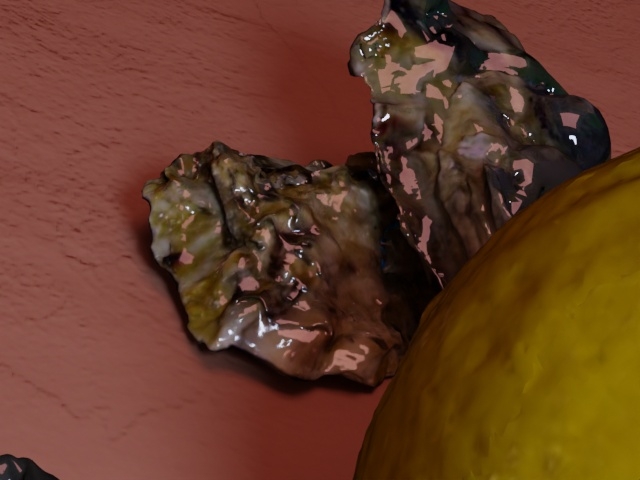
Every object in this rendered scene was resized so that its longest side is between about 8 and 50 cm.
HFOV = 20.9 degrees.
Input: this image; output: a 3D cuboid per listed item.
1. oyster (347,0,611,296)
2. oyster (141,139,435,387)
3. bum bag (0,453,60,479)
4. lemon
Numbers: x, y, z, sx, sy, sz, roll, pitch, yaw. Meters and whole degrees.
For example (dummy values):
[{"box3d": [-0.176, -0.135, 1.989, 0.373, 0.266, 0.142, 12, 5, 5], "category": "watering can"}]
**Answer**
[{"box3d": [0.124, -0.017, 1.051, 0.221, 0.096, 0.361, 22, 43, -26], "category": "oyster"}, {"box3d": [0.000, 0.000, 1.059, 0.214, 0.083, 0.223, 4, 40, -23], "category": "oyster"}, {"box3d": [-0.180, 0.157, 0.667, 0.142, 0.079, 0.326, 24, 18, 28], "category": "bum bag"}, {"box3d": [0.184, 0.114, 0.721, 0.364, 0.364, 0.364, 16, 30, -9], "category": "lemon"}]
